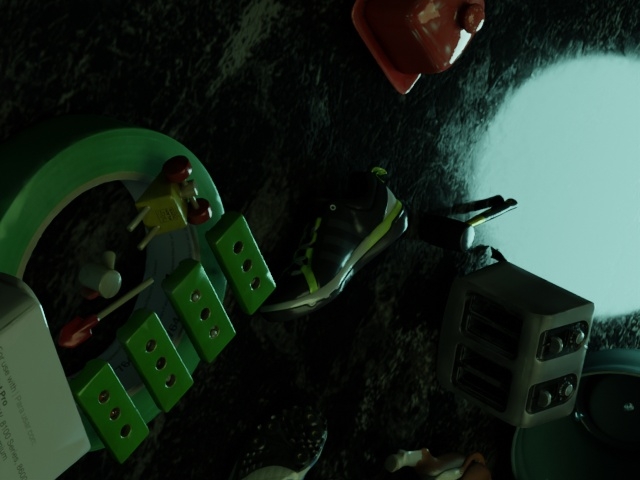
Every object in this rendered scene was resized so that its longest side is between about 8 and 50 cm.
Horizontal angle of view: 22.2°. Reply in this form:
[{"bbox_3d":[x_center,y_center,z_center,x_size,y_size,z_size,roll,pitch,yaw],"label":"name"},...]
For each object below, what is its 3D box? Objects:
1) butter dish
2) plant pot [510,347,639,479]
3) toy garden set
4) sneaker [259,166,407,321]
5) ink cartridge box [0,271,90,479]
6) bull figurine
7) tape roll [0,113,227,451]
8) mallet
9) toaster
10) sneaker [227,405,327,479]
[{"bbox_3d":[0.133,-0.260,1.850,0.160,0.118,0.160,-57,138,-17],"label":"butter dish"},{"bbox_3d":[0.430,0.270,2.307,0.196,0.293,0.293,-55,146,-61],"label":"plant pot"},{"bbox_3d":[-0.164,0.055,1.556,0.244,0.049,0.204,-49,137,-25],"label":"toy garden set"},{"bbox_3d":[0.000,0.000,1.844,0.234,0.084,0.097,-42,109,-33],"label":"sneaker"},{"bbox_3d":[-0.417,0.170,1.227,0.395,0.285,0.166,-40,132,-33],"label":"ink cartridge box"},{"bbox_3d":[0.122,0.410,2.103,0.188,0.101,0.310,20,89,-51],"label":"bull figurine"},{"bbox_3d":[-0.226,0.041,1.572,0.321,0.077,0.321,-21,119,-43],"label":"tape roll"},{"bbox_3d":[0.191,-0.028,2.080,0.189,0.062,0.039,-30,128,-58],"label":"mallet"},{"bbox_3d":[0.244,0.126,2.095,0.110,0.185,0.168,-15,122,-44],"label":"toaster"},{"bbox_3d":[-0.068,0.293,1.863,0.237,0.085,0.086,-58,165,-22],"label":"sneaker"}]
